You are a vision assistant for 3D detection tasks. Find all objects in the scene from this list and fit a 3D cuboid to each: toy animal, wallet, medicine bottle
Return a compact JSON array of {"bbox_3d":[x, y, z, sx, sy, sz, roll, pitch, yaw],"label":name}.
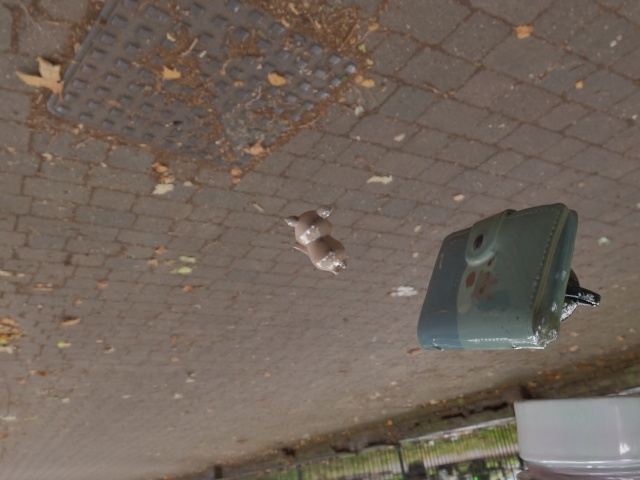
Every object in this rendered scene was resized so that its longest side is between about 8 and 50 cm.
[{"bbox_3d":[0.001,-0.001,1.108,0.083,0.150,0.089,-32,176,-27],"label":"toy animal"},{"bbox_3d":[0.292,0.068,0.969,0.083,0.252,0.360,22,162,-14],"label":"wallet"},{"bbox_3d":[0.250,0.283,0.472,0.170,0.293,0.170,-3,164,-1],"label":"medicine bottle"}]

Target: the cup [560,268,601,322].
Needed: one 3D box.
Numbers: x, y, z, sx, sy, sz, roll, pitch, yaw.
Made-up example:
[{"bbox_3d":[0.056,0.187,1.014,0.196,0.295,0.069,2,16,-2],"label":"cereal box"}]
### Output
[{"bbox_3d":[0.519,0.109,1.287,0.177,0.169,0.223,24,168,-41],"label":"cup"}]
